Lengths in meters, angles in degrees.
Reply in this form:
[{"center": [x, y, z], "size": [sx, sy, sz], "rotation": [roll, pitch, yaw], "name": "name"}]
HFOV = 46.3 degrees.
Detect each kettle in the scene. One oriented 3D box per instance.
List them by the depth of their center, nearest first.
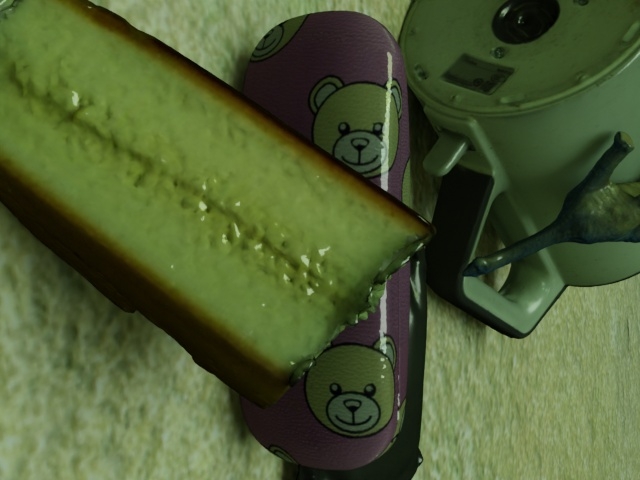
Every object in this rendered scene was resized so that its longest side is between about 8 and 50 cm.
[{"center": [0.240, -0.080, 0.820], "size": [0.361, 0.250, 0.377], "rotation": [-55, 140, -11], "name": "kettle"}]

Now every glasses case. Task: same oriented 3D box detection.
[{"center": [0.000, 0.000, 0.527], "size": [0.076, 0.123, 0.316], "rotation": [0, 90, -62], "name": "glasses case"}]

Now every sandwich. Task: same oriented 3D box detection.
[{"center": [-0.074, -0.022, 0.399], "size": [0.235, 0.128, 0.122], "rotation": [37, 71, 0], "name": "sandwich"}]

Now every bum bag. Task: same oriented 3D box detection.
[{"center": [0.036, 0.096, 0.631], "size": [0.142, 0.079, 0.326], "rotation": [4, 91, -49], "name": "bum bag"}]

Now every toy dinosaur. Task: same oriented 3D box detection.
[{"center": [0.277, -0.014, 0.736], "size": [0.247, 0.188, 0.075], "rotation": [2, 54, -40], "name": "toy dinosaur"}]
